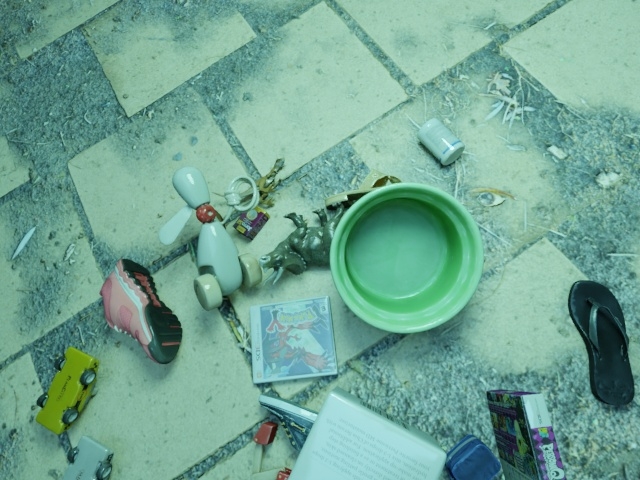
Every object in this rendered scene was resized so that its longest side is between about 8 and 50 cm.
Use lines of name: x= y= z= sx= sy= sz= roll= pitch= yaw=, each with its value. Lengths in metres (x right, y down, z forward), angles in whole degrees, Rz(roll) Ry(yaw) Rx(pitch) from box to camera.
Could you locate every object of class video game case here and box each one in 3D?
video game case: x=0.365 y=0.379 z=0.719 sx=0.042 sy=0.232 sz=0.210 roll=-9 pitch=70 yaw=5
video game case: x=-0.067 y=0.234 z=0.960 sx=0.201 sy=0.023 sz=0.183 roll=-9 pitch=71 yaw=7

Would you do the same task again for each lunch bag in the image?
lunch bag: x=0.295 y=0.443 z=0.800 sx=0.098 sy=0.065 sz=0.067 roll=-37 pitch=85 yaw=-4

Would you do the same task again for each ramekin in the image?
ramekin: x=0.172 y=0.029 z=0.866 sx=0.303 sy=0.148 sz=0.303 roll=0 pitch=97 yaw=2

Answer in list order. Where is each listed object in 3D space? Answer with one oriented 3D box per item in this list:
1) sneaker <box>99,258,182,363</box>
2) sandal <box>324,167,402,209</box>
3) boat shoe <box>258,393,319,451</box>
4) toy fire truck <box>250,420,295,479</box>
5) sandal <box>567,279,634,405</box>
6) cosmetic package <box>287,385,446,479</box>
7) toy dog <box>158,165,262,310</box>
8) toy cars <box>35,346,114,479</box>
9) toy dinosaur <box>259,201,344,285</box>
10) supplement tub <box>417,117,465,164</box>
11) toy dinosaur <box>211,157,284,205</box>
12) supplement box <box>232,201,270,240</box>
sneaker: x=-0.460 y=0.197 z=1.017 sx=0.136 sy=0.116 sz=0.314 roll=-42 pitch=62 yaw=6
sandal: x=0.123 y=-0.142 z=1.016 sx=0.240 sy=0.088 sz=0.079 roll=-12 pitch=76 yaw=12
boat shoe: x=-0.062 y=0.402 z=0.880 sx=0.183 sy=0.065 sz=0.083 roll=16 pitch=74 yaw=14
toy fire truck: x=-0.098 y=0.506 z=0.862 sx=0.135 sy=0.047 sz=0.192 roll=16 pitch=76 yaw=16
sandal: x=0.588 y=0.202 z=0.829 sx=0.097 sy=0.054 sz=0.254 roll=-8 pitch=71 yaw=8
cosmetic package: x=0.024 y=0.530 z=0.725 sx=0.230 sy=0.161 sz=0.453 roll=25 pitch=78 yaw=13
toy dog: x=-0.271 y=0.003 z=0.983 sx=0.161 sy=0.220 sz=0.333 roll=-18 pitch=74 yaw=52
toy cars: x=-0.562 y=0.452 z=0.952 sx=0.176 sy=0.087 sz=0.393 roll=-22 pitch=72 yaw=8
toy dinosaur: x=0.000 y=0.000 z=0.995 sx=0.314 sy=0.121 sz=0.160 roll=-12 pitch=87 yaw=-5
supplement tub: x=0.306 y=-0.250 z=1.026 sx=0.071 sy=0.071 sz=0.107 roll=-35 pitch=70 yaw=-2
toy dinosaur: x=-0.171 y=-0.141 z=1.095 sx=0.211 sy=0.064 sz=0.112 roll=-35 pitch=51 yaw=-12
supplement box: x=-0.182 y=-0.051 z=1.066 sx=0.055 sy=0.043 sz=0.083 roll=33 pitch=81 yaw=18
